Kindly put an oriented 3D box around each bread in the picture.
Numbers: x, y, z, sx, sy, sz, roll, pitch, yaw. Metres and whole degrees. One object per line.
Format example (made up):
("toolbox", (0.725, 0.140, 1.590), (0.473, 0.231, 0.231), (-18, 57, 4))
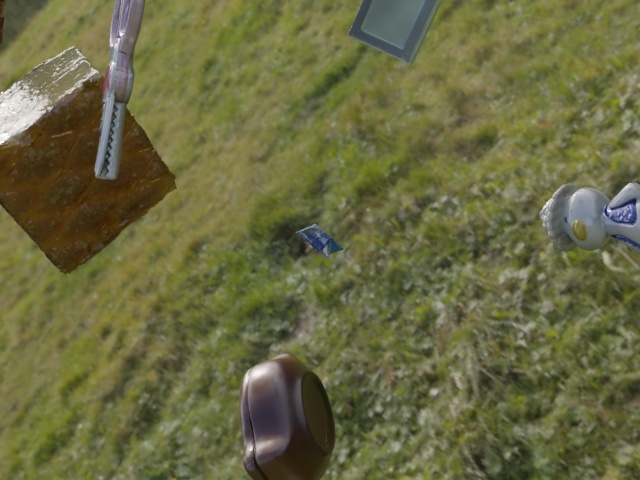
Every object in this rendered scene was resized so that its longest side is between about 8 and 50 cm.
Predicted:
("bread", (-0.442, -0.143, 1.600), (0.279, 0.279, 0.207), (-41, 40, -8))

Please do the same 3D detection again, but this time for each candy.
("candy", (0.001, 0.000, 1.964), (0.038, 0.088, 0.136), (-48, -6, 17))

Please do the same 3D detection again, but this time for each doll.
("doll", (0.483, -0.034, 1.495), (0.293, 0.138, 0.119), (7, 42, 48))

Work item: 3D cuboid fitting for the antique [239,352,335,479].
("antique", (-0.059, 0.321, 1.629), (0.129, 0.224, 0.278), (-22, 22, 17))

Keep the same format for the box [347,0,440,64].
("box", (0.156, -0.451, 1.662), (0.086, 0.129, 0.225), (-53, -12, -74))

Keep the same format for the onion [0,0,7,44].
("onion", (-0.598, -0.549, 1.618), (0.398, 0.398, 0.420), (-79, 12, -45))

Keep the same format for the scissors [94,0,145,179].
("scissors", (-0.244, -0.193, 1.107), (0.118, 0.030, 0.242), (169, 109, -65))
